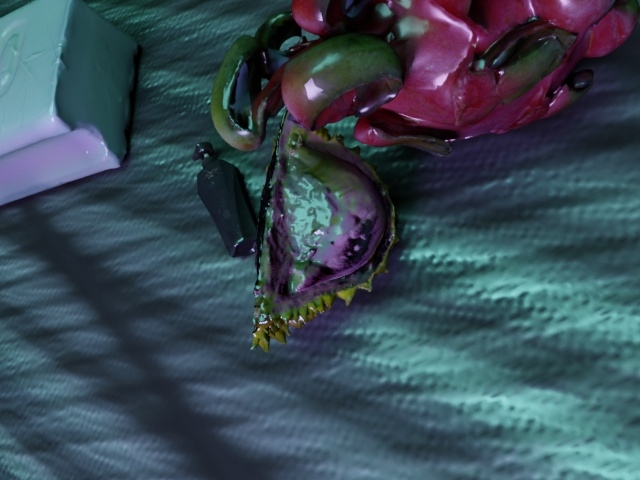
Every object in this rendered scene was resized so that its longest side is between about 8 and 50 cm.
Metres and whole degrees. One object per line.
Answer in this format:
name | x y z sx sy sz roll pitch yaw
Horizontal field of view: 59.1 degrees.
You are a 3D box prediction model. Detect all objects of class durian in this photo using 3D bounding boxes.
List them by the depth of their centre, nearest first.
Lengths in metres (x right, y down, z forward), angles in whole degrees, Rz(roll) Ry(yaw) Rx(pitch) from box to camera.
durian | 0.004 0.000 0.452 0.108 0.119 0.186 8 73 -8

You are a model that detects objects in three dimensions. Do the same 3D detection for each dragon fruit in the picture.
dragon fruit | 0.074 -0.152 0.367 0.218 0.273 0.198 32 122 39

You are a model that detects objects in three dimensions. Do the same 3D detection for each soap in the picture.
soap | -0.400 -0.160 0.709 0.347 0.115 0.208 -13 64 24

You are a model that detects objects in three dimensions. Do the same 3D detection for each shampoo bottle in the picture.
shampoo bottle | -0.094 -0.044 0.547 0.048 0.027 0.137 -33 57 10
